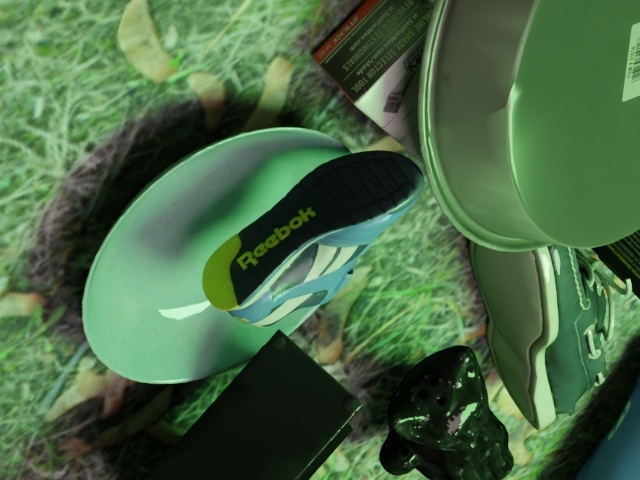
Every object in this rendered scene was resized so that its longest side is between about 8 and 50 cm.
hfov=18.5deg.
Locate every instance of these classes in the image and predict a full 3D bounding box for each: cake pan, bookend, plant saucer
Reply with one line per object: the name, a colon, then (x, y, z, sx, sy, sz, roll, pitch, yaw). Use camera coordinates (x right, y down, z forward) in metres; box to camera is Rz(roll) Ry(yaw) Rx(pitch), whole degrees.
cake pan: (0.176, -0.120, 1.174, 0.293, 0.054, 0.293, -26, 130, -36)
bookend: (-0.046, 0.147, 1.278, 0.157, 0.072, 0.156, -48, 171, -4)
plant saucer: (-0.063, 0.002, 1.177, 0.195, 0.037, 0.195, -23, 139, -22)

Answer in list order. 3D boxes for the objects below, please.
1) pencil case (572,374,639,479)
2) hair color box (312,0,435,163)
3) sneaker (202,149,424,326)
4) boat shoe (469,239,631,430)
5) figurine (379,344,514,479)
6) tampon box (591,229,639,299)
pencil case: (0.259, 0.212, 1.603, 0.119, 0.133, 0.306, 28, 114, -3)
hair color box: (0.079, -0.094, 1.188, 0.093, 0.053, 0.167, -45, 144, 6)
sneaker: (0.000, 0.000, 1.156, 0.144, 0.053, 0.059, -33, 143, 5)
boat shoe: (0.164, 0.046, 1.368, 0.079, 0.095, 0.254, -30, 143, -11)
figurine: (0.037, 0.169, 1.315, 0.215, 0.092, 0.209, -47, 164, -9)
tampon box: (0.281, -0.028, 1.386, 0.120, 0.101, 0.161, 20, 114, -48)
